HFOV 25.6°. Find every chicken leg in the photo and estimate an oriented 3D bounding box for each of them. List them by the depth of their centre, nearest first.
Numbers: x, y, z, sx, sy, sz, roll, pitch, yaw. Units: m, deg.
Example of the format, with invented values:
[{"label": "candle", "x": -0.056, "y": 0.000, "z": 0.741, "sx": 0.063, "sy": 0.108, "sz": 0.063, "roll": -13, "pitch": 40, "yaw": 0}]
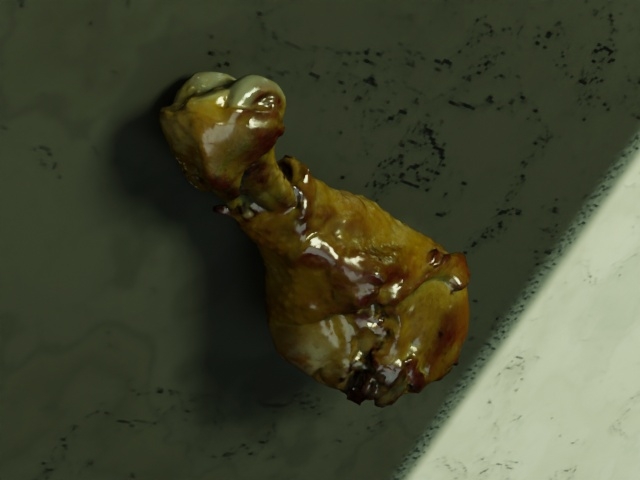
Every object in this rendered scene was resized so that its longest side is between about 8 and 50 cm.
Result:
[{"label": "chicken leg", "x": -0.003, "y": 0.000, "z": 0.736, "sx": 0.107, "sy": 0.087, "sz": 0.251, "roll": -55, "pitch": 134, "yaw": -17}]
